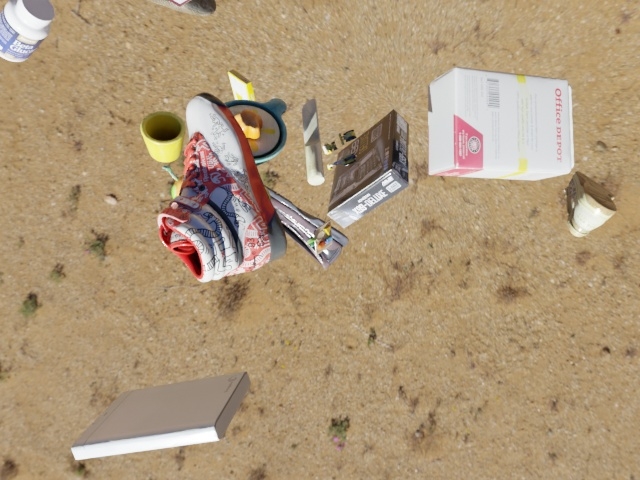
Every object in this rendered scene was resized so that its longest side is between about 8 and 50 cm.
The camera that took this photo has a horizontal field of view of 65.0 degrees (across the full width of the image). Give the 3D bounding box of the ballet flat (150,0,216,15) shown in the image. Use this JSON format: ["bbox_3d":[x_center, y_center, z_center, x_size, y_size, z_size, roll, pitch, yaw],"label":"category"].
[{"bbox_3d":[-0.366,-0.577,1.171,0.058,0.250,0.084,-23,70,52],"label":"ballet flat"}]

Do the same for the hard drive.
[{"bbox_3d":[-0.366,0.409,1.192,0.353,0.233,0.047,-12,103,12],"label":"hard drive"}]

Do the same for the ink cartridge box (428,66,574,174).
[{"bbox_3d":[0.519,-0.325,1.461,0.385,0.160,0.279,1,88,-17],"label":"ink cartridge box"}]

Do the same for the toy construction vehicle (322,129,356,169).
[{"bbox_3d":[0.054,-0.241,1.339,0.098,0.035,0.086,-18,90,22],"label":"toy construction vehicle"}]

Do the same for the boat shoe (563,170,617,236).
[{"bbox_3d":[0.602,-0.088,1.150,0.104,0.285,0.089,38,119,13],"label":"boat shoe"}]

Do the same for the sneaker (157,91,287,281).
[{"bbox_3d":[-0.162,-0.076,0.684,0.090,0.145,0.270,-35,79,56],"label":"sneaker"}]

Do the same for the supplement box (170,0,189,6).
[{"bbox_3d":[-0.222,-0.506,0.834,0.104,0.081,0.188,9,84,49],"label":"supplement box"}]

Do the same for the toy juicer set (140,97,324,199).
[{"bbox_3d":[-0.107,-0.149,0.829,0.329,0.089,0.209,-17,66,-22],"label":"toy juicer set"}]

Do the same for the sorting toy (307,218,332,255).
[{"bbox_3d":[0.000,0.000,0.998,0.012,0.083,0.062,18,125,30],"label":"sorting toy"}]

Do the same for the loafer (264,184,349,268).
[{"bbox_3d":[-0.082,-0.044,1.171,0.302,0.109,0.095,31,88,-1],"label":"loafer"}]

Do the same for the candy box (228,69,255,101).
[{"bbox_3d":[-0.247,-0.453,1.662,0.105,0.027,0.206,39,155,30],"label":"candy box"}]

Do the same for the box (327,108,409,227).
[{"bbox_3d":[0.144,-0.212,1.466,0.076,0.307,0.242,38,130,-25],"label":"box"}]

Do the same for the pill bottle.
[{"bbox_3d":[-0.669,-0.482,1.130,0.169,0.094,0.094,-19,102,38],"label":"pill bottle"}]
